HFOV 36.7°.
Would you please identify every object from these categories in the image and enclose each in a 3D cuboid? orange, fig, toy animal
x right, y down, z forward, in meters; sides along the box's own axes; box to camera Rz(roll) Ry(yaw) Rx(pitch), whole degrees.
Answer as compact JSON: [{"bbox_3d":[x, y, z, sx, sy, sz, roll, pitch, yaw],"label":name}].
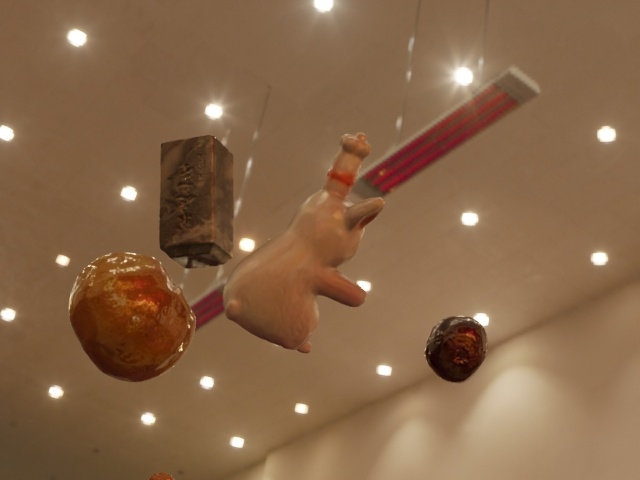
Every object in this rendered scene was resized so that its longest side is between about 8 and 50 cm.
[{"bbox_3d":[-0.391,0.157,2.022,0.235,0.279,0.279,-27,-45,1],"label":"orange"},{"bbox_3d":[0.224,0.174,1.590,0.109,0.155,0.103,-40,-90,5],"label":"fig"},{"bbox_3d":[0.001,0.011,1.222,0.282,0.140,0.138,-46,-38,1],"label":"toy animal"}]

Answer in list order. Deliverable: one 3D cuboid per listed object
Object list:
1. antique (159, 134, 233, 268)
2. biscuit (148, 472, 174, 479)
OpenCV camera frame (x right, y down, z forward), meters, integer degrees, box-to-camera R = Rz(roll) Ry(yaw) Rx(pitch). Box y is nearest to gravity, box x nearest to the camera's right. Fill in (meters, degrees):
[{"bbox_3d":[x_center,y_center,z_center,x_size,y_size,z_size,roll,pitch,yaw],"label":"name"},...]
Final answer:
[{"bbox_3d":[-0.182,-0.052,1.423,0.088,0.182,0.086,-8,-19,15],"label":"antique"},{"bbox_3d":[-0.374,0.597,1.763,0.269,0.375,0.051,30,-13,10],"label":"biscuit"}]
